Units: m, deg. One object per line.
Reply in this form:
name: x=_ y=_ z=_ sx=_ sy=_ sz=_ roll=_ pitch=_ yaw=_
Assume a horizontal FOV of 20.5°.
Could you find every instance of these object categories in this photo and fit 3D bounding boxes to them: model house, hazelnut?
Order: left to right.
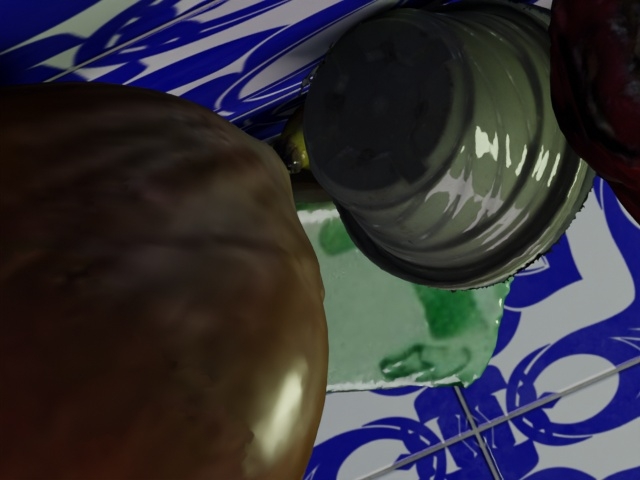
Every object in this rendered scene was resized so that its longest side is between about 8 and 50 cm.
hazelnut: x=-0.164 y=0.075 z=0.894 sx=0.372 sy=0.315 sz=0.372 roll=-19 pitch=-137 yaw=19
model house: x=0.000 y=0.000 z=1.696 sx=0.267 sy=0.194 sz=0.325 roll=-1 pitch=-160 yaw=-21

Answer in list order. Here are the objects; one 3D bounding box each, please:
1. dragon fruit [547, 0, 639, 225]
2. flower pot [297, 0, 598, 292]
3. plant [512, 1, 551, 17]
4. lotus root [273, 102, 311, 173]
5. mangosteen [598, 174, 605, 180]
dragon fruit: x=0.290 y=-0.126 z=1.077 sx=0.329 sy=0.329 sz=0.329 roll=-24 pitch=177 yaw=-1
flower pot: x=0.078 y=-0.085 z=1.304 sx=0.235 sy=0.236 sz=0.140 roll=-26 pitch=153 yaw=29
plant: x=0.263 y=-0.170 z=1.556 sx=0.274 sy=0.146 sz=0.149 roll=-23 pitch=180 yaw=-16
lotus root: x=0.034 y=-0.103 z=1.567 sx=0.190 sy=0.094 sz=0.108 roll=-13 pitch=141 yaw=-19
mangosteen: x=0.343 y=-0.179 z=1.761 sx=0.228 sy=0.228 sz=0.265 roll=-20 pitch=134 yaw=-59
